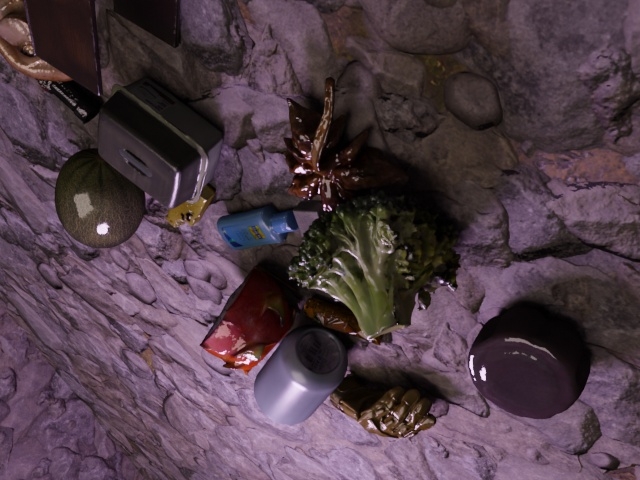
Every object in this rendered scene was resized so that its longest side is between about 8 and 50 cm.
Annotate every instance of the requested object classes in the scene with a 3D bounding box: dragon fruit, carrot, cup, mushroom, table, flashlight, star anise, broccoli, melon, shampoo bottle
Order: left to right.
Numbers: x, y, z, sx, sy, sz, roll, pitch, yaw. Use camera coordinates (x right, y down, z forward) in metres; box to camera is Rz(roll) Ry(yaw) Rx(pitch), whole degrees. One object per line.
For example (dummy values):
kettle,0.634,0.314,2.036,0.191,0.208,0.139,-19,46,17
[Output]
mushroom,-0.668,-0.505,1.513,0.278,0.146,0.278,9,128,11
flashlight,-0.676,-0.403,1.667,0.232,0.093,0.093,46,142,-8
melon,-0.603,-0.116,1.768,0.237,0.237,0.302,31,140,12
table,-0.412,-0.479,1.238,0.196,0.250,0.282,31,141,11
dragon fruit,-0.181,0.228,1.728,0.189,0.291,0.291,35,143,-2
shampoo bottle,-0.152,-0.034,1.616,0.258,0.061,0.104,-10,122,45
cup,-0.054,0.379,1.826,0.205,0.205,0.312,37,142,4
star anise,0.019,-0.156,1.309,0.292,0.109,0.349,34,144,-11
carrot,0.062,0.208,1.681,0.228,0.069,0.069,19,138,24
broccoli,0.111,0.043,1.304,0.334,0.324,0.272,-22,92,25

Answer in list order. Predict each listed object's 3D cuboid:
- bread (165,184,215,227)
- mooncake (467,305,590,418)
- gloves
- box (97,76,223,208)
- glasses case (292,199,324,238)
bread,-0.356,-0.093,1.737,0.088,0.049,0.226,41,143,-1
mooncake,0.435,0.255,1.350,0.244,0.133,0.245,23,139,21
gloves,0.172,0.464,1.763,0.331,0.141,0.154,6,153,46
box,-0.384,-0.227,1.531,0.290,0.166,0.221,37,143,6
glasses case,0.000,0.000,1.533,0.070,0.047,0.205,5,130,31
